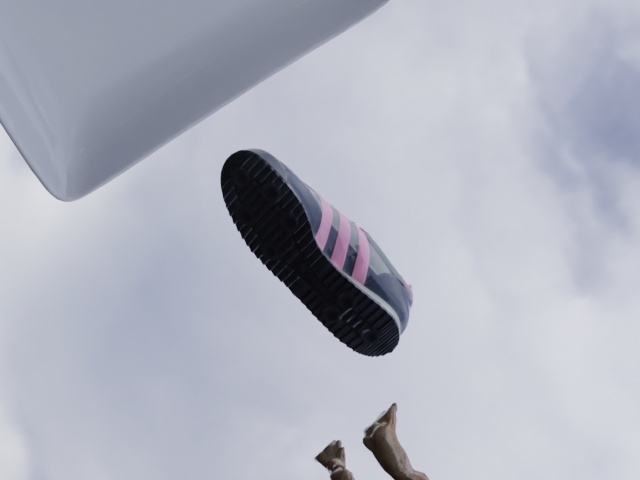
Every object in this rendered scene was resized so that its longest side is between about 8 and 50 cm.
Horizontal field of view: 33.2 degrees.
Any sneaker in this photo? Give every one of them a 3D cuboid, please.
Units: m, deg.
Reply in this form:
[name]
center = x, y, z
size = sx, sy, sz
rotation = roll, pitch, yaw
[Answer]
[sneaker]
center = 0.000, 0.000, 1.382
size = 0.112, 0.131, 0.319
rotation = -32, -79, 34

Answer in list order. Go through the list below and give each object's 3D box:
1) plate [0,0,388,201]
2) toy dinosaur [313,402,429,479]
[plate]
center = -0.115, -0.201, 0.649
size = 0.045, 0.277, 0.278
rotation = 44, -14, 55
[toy dinosaur]
center = 0.061, 0.243, 0.782
size = 0.200, 0.127, 0.295
rotation = 47, -28, 5
